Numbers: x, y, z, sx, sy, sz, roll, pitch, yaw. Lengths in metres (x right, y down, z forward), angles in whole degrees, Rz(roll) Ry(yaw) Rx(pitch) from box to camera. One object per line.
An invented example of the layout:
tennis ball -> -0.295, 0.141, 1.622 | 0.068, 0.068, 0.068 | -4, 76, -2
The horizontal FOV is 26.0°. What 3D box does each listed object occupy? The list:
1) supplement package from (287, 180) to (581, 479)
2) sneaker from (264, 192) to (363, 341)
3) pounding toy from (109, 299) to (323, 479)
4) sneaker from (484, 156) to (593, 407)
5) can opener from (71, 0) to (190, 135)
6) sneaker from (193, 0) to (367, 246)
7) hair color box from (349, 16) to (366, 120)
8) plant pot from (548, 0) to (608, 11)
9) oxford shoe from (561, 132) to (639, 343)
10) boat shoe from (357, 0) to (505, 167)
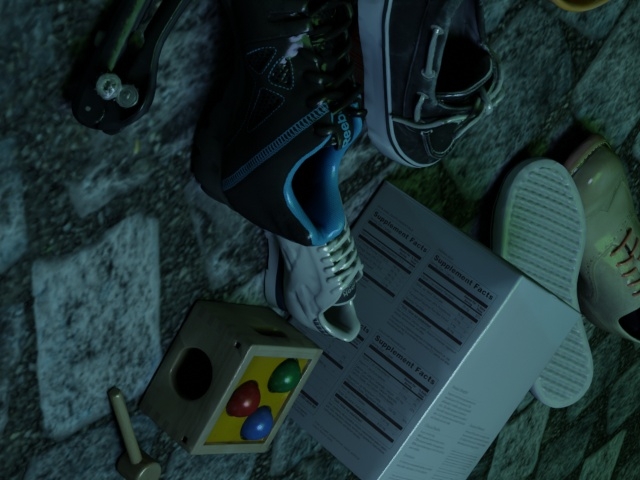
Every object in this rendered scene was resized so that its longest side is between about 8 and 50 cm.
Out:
supplement package -> 0.105, 0.115, 1.498 | 0.262, 0.198, 0.199 | -55, 149, 4
sneaker -> 0.000, 0.000, 1.343 | 0.090, 0.095, 0.235 | -36, 144, -24
pounding toy -> -0.117, 0.170, 1.355 | 0.181, 0.094, 0.206 | 11, 111, -57
sneaker -> 0.255, 0.044, 1.723 | 0.126, 0.127, 0.321 | -13, 110, -17
can opener -> -0.133, -0.165, 1.046 | 0.059, 0.073, 0.186 | 22, 102, -19
sneaker -> -0.009, -0.151, 1.132 | 0.125, 0.140, 0.340 | -25, 138, -36
hair color box -> 0.063, -0.183, 1.291 | 0.072, 0.043, 0.141 | -13, 131, -50
plant pot -> 0.187, -0.326, 1.172 | 0.205, 0.188, 0.205 | -34, 144, -28
oxford shoe -> 0.390, 0.004, 1.823 | 0.140, 0.146, 0.397 | -45, 148, -10
boat shoe -> 0.109, -0.146, 1.229 | 0.113, 0.105, 0.306 | -50, 157, -22
